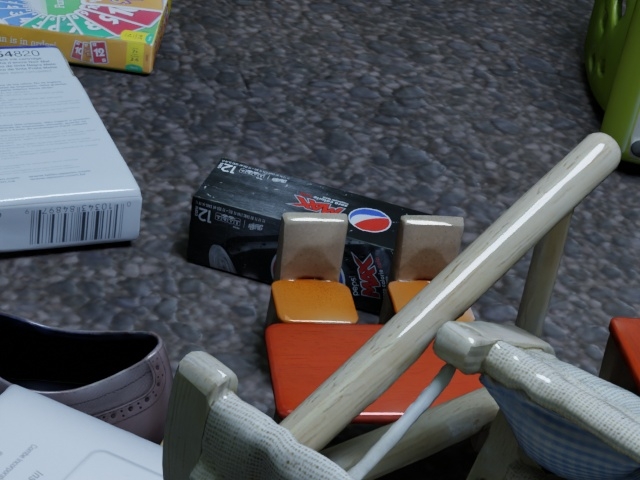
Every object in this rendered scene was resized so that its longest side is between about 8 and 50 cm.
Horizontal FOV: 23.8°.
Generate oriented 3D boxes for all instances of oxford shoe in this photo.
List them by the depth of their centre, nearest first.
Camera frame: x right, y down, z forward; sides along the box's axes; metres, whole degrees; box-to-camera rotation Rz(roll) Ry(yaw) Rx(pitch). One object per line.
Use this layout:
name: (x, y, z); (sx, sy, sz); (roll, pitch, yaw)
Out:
oxford shoe: (-0.211, 0.075, 0.799); (0.271, 0.098, 0.097); (2, 34, -11)

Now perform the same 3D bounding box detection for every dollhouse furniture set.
dollhouse furniture set: (0.099, 0.075, 0.841); (0.259, 0.135, 0.262); (2, 34, -11)

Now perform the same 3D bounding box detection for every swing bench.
swing bench: (0.115, 0.116, 0.562); (0.253, 0.165, 0.254); (34, 45, 31)

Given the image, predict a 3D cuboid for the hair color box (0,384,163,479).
hair color box: (-0.024, 0.212, 0.626); (0.374, 0.114, 0.185); (20, 34, 17)

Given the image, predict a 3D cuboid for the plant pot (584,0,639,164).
plant pot: (0.338, -0.169, 1.200); (0.227, 0.228, 0.207); (12, 39, 3)

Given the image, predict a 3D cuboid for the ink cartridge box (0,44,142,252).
ink cartridge box: (-0.259, -0.063, 1.047); (0.223, 0.045, 0.224); (-6, 35, -22)

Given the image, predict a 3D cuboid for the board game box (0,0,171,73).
board game box: (-0.260, -0.194, 1.259); (0.259, 0.039, 0.124); (6, 32, -1)

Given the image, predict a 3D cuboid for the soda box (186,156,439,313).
soda box: (0.000, 0.000, 1.006); (0.169, 0.053, 0.060); (15, 34, 10)
